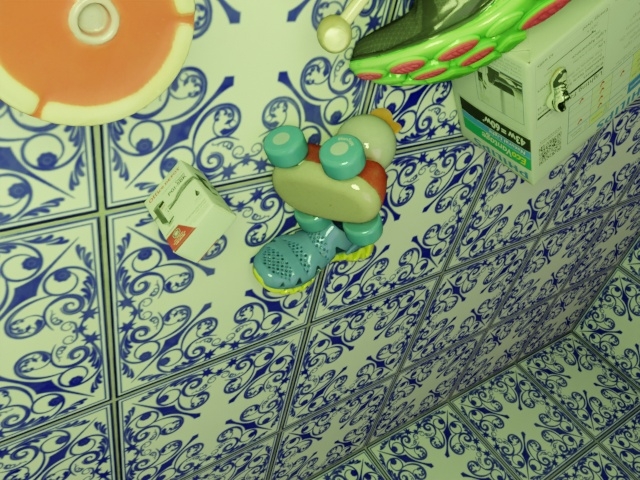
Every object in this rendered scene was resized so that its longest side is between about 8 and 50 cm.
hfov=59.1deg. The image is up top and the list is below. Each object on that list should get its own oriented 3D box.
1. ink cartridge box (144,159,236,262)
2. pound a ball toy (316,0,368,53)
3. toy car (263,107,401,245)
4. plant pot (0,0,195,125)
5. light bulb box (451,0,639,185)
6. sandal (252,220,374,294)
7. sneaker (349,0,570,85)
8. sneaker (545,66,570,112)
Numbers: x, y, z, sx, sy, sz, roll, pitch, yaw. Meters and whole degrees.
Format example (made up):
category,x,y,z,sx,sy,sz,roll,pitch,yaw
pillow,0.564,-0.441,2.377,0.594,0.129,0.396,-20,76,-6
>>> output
category,x,y,z,sx,sy,sz,roll,pitch,yaw
ink cartridge box,-0.208,-0.048,0.890,0.099,0.135,0.056,-48,142,7
pound a ball toy,0.034,-0.423,0.698,0.208,0.136,0.319,35,103,-18
toy car,0.048,-0.155,1.027,0.238,0.210,0.219,-59,149,-27
plant pot,-0.256,-0.251,0.534,0.275,0.243,0.275,-27,142,-23
light bulb box,0.462,-0.370,1.120,0.358,0.225,0.361,-39,145,-4
sandal,0.000,0.000,1.142,0.317,0.126,0.138,-27,158,-35
sneaker,0.245,-0.401,0.867,0.483,0.202,0.185,-28,165,32
sneaker,0.414,-0.257,0.968,0.032,0.037,0.083,-30,142,-12
